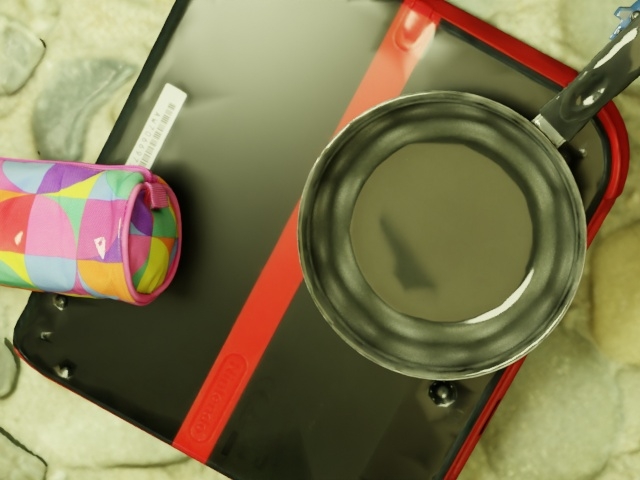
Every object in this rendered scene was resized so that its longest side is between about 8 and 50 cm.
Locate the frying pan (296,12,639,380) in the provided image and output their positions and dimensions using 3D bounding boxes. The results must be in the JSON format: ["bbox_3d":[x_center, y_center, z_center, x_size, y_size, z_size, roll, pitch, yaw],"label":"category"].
[{"bbox_3d":[0.107,-0.062,1.286,0.197,0.053,0.326,24,101,7],"label":"frying pan"}]

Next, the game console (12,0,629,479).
[{"bbox_3d":[0.000,0.000,1.375,0.342,0.060,0.386,29,103,6],"label":"game console"}]

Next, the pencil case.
[{"bbox_3d":[-0.217,-0.016,1.345,0.236,0.104,0.104,8,103,19],"label":"pencil case"}]

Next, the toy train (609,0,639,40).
[{"bbox_3d":[0.245,-0.189,1.313,0.036,0.027,0.158,34,103,3],"label":"toy train"}]
